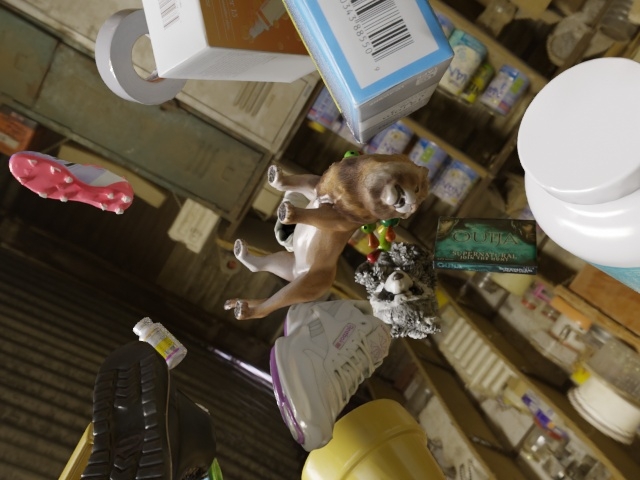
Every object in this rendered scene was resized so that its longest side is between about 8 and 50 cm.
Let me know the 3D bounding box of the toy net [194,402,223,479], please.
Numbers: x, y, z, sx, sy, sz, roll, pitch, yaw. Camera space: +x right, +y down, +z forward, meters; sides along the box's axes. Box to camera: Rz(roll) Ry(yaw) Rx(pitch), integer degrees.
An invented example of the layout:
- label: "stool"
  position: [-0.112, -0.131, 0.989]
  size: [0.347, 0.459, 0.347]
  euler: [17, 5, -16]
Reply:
- label: "toy net"
  position: [-0.211, 0.394, 1.039]
  size: [0.232, 0.045, 0.122]
  euler: [-118, 12, -55]

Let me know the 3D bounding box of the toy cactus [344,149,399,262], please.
- label: "toy cactus"
  position: [0.114, -0.083, 1.059]
  size: [0.219, 0.180, 0.112]
  euler: [65, 162, -14]

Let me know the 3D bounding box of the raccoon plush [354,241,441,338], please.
- label: "raccoon plush"
  position: [0.265, 0.210, 1.498]
  size: [0.446, 0.216, 0.299]
  euler: [48, -157, -37]

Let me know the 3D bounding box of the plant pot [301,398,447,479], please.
- label: "plant pot"
  position: [0.132, 0.466, 1.025]
  size: [0.254, 0.254, 0.239]
  euler: [20, -165, -46]

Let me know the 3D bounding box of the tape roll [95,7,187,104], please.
- label: "tape roll"
  position: [-0.423, -0.442, 1.342]
  size: [0.072, 0.219, 0.219]
  euler: [20, -179, 39]

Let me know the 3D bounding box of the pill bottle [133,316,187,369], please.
- label: "pill bottle"
  position: [-0.249, 0.158, 0.861]
  size: [0.083, 0.043, 0.043]
  euler: [41, -167, 12]

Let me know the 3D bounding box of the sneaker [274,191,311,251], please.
- label: "sneaker"
  position: [-0.058, -0.005, 1.244]
  size: [0.090, 0.232, 0.115]
  euler: [6, -146, 27]

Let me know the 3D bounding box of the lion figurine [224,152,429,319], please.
- label: "lion figurine"
  position: [0.000, 0.000, 0.946]
  size: [0.240, 0.392, 0.142]
  euler: [4, -131, -33]

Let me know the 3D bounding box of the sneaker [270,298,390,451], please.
- label: "sneaker"
  position: [0.019, 0.150, 0.740]
  size: [0.152, 0.114, 0.305]
  euler: [-12, -161, 7]

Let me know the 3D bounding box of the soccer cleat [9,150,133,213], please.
- label: "soccer cleat"
  position: [-0.497, -0.126, 1.123]
  size: [0.248, 0.083, 0.095]
  euler: [20, -150, -42]

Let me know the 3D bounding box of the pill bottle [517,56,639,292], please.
- label: "pill bottle"
  position: [0.259, -0.037, 0.430]
  size: [0.264, 0.146, 0.146]
  euler: [20, -163, -40]

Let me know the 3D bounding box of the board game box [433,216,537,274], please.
- label: "board game box"
  position: [0.317, 0.007, 1.071]
  size: [0.186, 0.026, 0.126]
  euler: [3, -134, 17]

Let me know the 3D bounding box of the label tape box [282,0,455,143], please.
- label: "label tape box"
  position: [0.033, -0.261, 0.667]
  size: [0.249, 0.115, 0.347]
  euler: [62, -173, -1]

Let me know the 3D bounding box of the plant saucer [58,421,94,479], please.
- label: "plant saucer"
  position: [-0.529, 0.653, 1.386]
  size: [0.332, 0.333, 0.081]
  euler: [16, 152, 11]

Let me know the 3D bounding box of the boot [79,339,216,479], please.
- label: "boot"
  position: [-0.122, 0.195, 0.441]
  size: [0.137, 0.076, 0.198]
  euler: [65, -164, -46]

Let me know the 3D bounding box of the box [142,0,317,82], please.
- label: "box"
  position: [-0.148, -0.442, 1.090]
  size: [0.168, 0.215, 0.345]
  euler: [-9, -176, 44]
